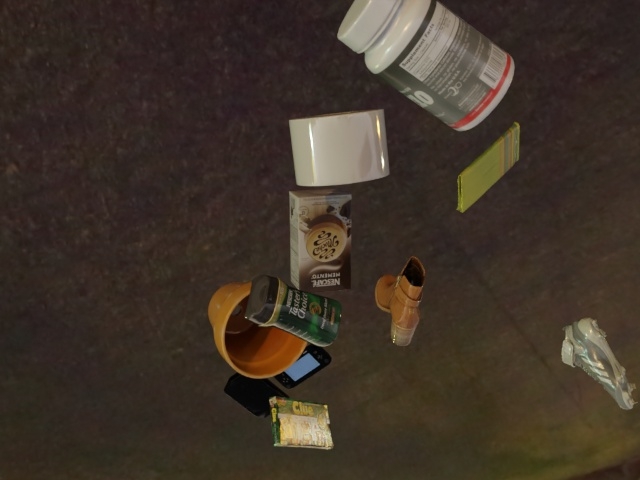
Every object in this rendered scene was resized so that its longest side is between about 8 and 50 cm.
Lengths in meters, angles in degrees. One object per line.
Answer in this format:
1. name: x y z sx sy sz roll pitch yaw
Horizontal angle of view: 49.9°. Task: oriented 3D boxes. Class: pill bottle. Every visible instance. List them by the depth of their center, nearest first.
1. pill bottle: 0.181 -0.329 1.198 0.283 0.161 0.161 30 131 -17

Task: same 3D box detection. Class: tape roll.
1. tape roll: 0.049 -0.240 1.755 0.246 0.169 0.246 -7 -168 1

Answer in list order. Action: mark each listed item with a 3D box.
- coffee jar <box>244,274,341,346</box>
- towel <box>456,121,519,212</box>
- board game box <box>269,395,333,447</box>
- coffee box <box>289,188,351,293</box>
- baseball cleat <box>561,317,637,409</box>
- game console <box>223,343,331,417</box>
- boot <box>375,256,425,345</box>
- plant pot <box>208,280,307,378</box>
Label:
1. coffee jar: -0.054 0.134 1.318 0.185 0.096 0.079 22 151 -26
2. towel: 0.368 -0.163 1.507 0.237 0.021 0.102 -40 136 -31
3. board game box: -0.053 0.534 2.001 0.030 0.136 0.260 -25 152 28
4. coffee box: 0.000 0.000 2.081 0.168 0.119 0.296 -5 105 -15
5. baseball cleat: 0.590 0.271 1.477 0.109 0.205 0.072 -31 160 33
6. game console: -0.135 0.460 2.331 0.361 0.044 0.213 -36 122 14
7. boot: 0.228 0.130 1.958 0.109 0.283 0.220 6 125 -3
8. plant pot: -0.155 0.175 1.515 0.205 0.205 0.188 -2 -169 -30
